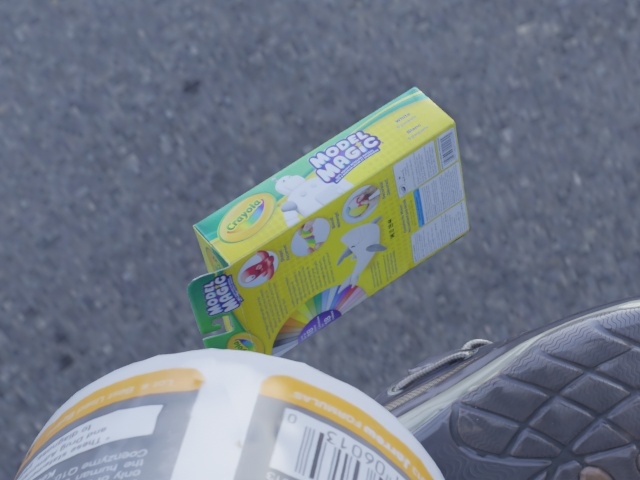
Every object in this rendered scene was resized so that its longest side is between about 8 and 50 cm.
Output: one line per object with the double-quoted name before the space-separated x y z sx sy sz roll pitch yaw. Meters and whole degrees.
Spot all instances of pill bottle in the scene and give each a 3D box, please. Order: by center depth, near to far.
"pill bottle" -0.045 0.167 0.557 0.162 0.162 0.278 -12 28 16

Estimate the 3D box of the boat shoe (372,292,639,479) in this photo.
"boat shoe" 0.106 0.111 1.209 0.355 0.132 0.130 -25 25 6

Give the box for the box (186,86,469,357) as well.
"box" 0.000 0.000 1.097 0.179 0.105 0.043 -34 54 -17
